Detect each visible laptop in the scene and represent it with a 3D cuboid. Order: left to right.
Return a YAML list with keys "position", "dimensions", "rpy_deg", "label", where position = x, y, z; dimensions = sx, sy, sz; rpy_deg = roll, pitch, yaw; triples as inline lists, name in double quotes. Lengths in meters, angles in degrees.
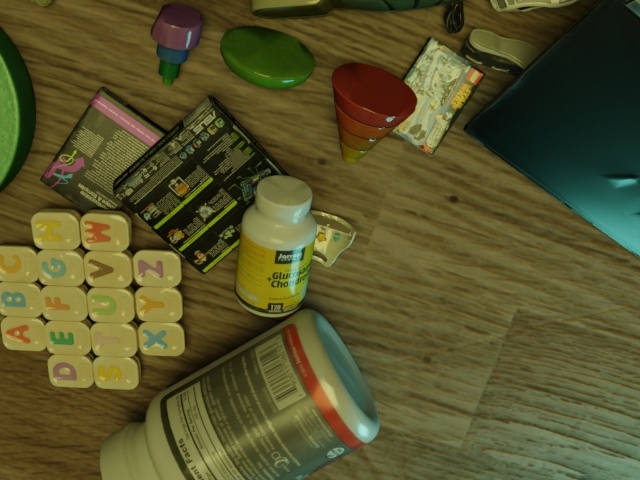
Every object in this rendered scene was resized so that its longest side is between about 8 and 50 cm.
- position: [0.477, -0.240, 1.135]
  dimensions: [0.382, 0.236, 0.408]
  rpy_deg: [32, 74, -19]
  label: "laptop"

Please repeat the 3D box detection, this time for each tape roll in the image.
- position: [-0.555, -0.179, 1.120]
  dimensions: [0.321, 0.077, 0.321]
  rpy_deg: [-1, 105, -2]
  label: "tape roll"

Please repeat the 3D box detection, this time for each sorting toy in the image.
- position: [-0.060, -0.198, 1.126]
  dimensions: [0.365, 0.127, 0.126]
  rpy_deg: [19, 129, -1]
  label: "sorting toy"
- position: [0.000, 0.000, 1.206]
  dimensions: [0.083, 0.045, 0.075]
  rpy_deg: [18, 112, -7]
  label: "sorting toy"

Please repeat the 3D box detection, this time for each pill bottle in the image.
- position: [-0.117, 0.269, 1.191]
  dimensions: [0.363, 0.210, 0.210]
  rpy_deg: [-30, 104, 7]
  label: "pill bottle"
- position: [-0.060, 0.008, 1.140]
  dimensions: [0.103, 0.103, 0.184]
  rpy_deg: [8, 126, -4]
  label: "pill bottle"

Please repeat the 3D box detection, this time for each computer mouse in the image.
- position: [0.261, -0.339, 1.117]
  dimensions: [0.192, 0.042, 0.106]
  rpy_deg: [-3, 101, 5]
  label: "computer mouse"

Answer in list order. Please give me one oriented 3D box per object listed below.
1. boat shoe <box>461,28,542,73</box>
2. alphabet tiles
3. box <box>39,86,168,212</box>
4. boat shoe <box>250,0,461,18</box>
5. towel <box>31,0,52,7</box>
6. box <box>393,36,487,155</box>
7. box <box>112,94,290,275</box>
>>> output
- position: [0.254, -0.251, 1.142]
  dimensions: [0.125, 0.038, 0.046]
  rpy_deg: [14, 61, -14]
  label: "boat shoe"
- position: [-0.338, 0.091, 1.212]
  dimensions: [0.277, 0.021, 0.284]
  rpy_deg: [3, 112, 4]
  label: "alphabet tiles"
- position: [-0.302, -0.116, 1.170]
  dimensions: [0.116, 0.029, 0.162]
  rpy_deg: [36, 101, -10]
  label: "box"
- position: [0.058, -0.349, 1.064]
  dimensions: [0.302, 0.113, 0.103]
  rpy_deg: [-2, 93, 3]
  label: "boat shoe"
- position: [-0.371, -0.393, 1.083]
  dimensions: [0.110, 0.027, 0.148]
  rpy_deg: [-32, 111, 6]
  label: "towel"
- position: [0.154, -0.200, 1.158]
  dimensions: [0.094, 0.027, 0.137]
  rpy_deg: [32, 103, -8]
  label: "box"
- position: [-0.158, -0.073, 1.158]
  dimensions: [0.190, 0.045, 0.184]
  rpy_deg: [-41, 120, 9]
  label: "box"
